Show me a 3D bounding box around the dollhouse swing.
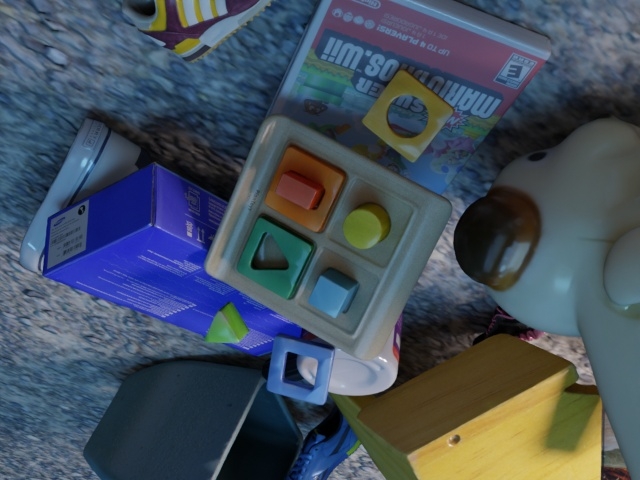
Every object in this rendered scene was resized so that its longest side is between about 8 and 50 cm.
[{"bbox_3d":[0.211,0.270,1.217,0.315,0.305,0.347,-30,120,2],"label":"dollhouse swing"}]

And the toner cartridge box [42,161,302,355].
[{"bbox_3d":[-0.121,0.038,0.993,0.165,0.075,0.348,-20,149,30],"label":"toner cartridge box"}]

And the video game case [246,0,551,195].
[{"bbox_3d":[0.060,-0.125,0.851,0.204,0.025,0.285,17,143,-12],"label":"video game case"}]

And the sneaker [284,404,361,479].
[{"bbox_3d":[-0.017,0.347,1.375,0.069,0.209,0.082,23,157,49],"label":"sneaker"}]

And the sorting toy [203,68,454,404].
[{"bbox_3d":[0.000,0.000,0.821,0.196,0.047,0.348,27,109,8],"label":"sorting toy"}]

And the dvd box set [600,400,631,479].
[{"bbox_3d":[0.498,0.162,0.872,0.420,0.062,0.308,6,107,33],"label":"dvd box set"}]

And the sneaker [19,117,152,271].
[{"bbox_3d":[-0.270,-0.029,0.990,0.091,0.094,0.258,27,139,-16],"label":"sneaker"}]

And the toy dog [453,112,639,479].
[{"bbox_3d":[0.320,0.063,0.783,0.284,0.408,0.395,-14,142,-40],"label":"toy dog"}]

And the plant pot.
[{"bbox_3d":[-0.209,0.330,1.353,0.252,0.248,0.247,12,147,24],"label":"plant pot"}]

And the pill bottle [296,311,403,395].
[{"bbox_3d":[0.039,0.062,0.964,0.108,0.194,0.108,6,144,5],"label":"pill bottle"}]

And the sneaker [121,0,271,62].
[{"bbox_3d":[-0.093,-0.218,0.721,0.084,0.070,0.185,27,139,-31],"label":"sneaker"}]

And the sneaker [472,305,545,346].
[{"bbox_3d":[0.236,0.108,1.121,0.057,0.047,0.119,47,132,-11],"label":"sneaker"}]

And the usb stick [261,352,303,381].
[{"bbox_3d":[-0.009,0.157,1.152,0.077,0.045,0.278,-9,170,-22],"label":"usb stick"}]
